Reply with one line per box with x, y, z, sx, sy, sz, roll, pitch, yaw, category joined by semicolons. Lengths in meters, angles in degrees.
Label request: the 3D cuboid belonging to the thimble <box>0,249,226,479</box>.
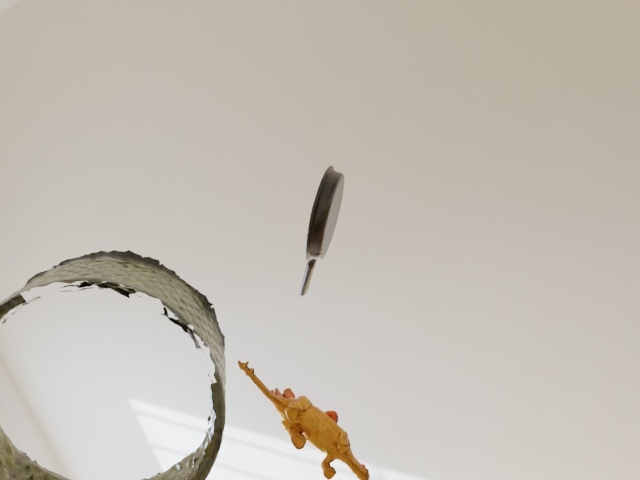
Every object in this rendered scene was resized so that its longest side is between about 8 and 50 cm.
-0.225;0.150;0.723;0.271;0.271;0.150;-28;9;-5;thimble

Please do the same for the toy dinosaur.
-0.027;0.285;1.144;0.070;0.288;0.117;-48;4;4;toy dinosaur

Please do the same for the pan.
0.000;0.000;1.012;0.136;0.028;0.235;-67;-8;-45;pan
